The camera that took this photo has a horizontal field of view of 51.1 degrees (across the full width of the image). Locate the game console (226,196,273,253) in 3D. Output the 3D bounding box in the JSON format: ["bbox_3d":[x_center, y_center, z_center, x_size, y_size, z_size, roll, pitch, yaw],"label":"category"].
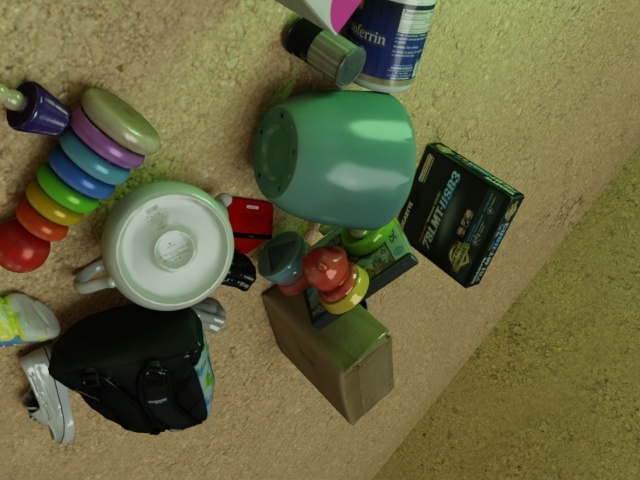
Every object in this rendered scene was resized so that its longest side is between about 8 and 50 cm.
[{"bbox_3d":[-0.183,-0.030,1.486,0.144,0.085,0.124,4,89,-51],"label":"game console"}]

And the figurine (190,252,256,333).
[{"bbox_3d":[-0.280,0.107,1.453,0.210,0.092,0.214,17,115,-46],"label":"figurine"}]

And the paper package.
[{"bbox_3d":[0.027,0.269,1.744,0.168,0.325,0.309,-35,144,-21],"label":"paper package"}]

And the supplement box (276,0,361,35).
[{"bbox_3d":[-0.038,-0.435,1.057,0.111,0.220,0.114,-52,147,5],"label":"supplement box"}]

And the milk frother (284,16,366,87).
[{"bbox_3d":[0.034,-0.381,1.268,0.143,0.135,0.129,-56,160,14],"label":"milk frother"}]

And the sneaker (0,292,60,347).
[{"bbox_3d":[-0.581,0.152,1.167,0.126,0.091,0.240,-36,150,14],"label":"sneaker"}]

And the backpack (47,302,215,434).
[{"bbox_3d":[-0.342,0.269,1.368,0.290,0.273,0.355,-11,132,0],"label":"backpack"}]

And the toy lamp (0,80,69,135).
[{"bbox_3d":[-0.472,-0.213,0.913,0.080,0.080,0.275,-55,145,10],"label":"toy lamp"}]

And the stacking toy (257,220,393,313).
[{"bbox_3d":[0.000,0.000,1.516,0.130,0.309,0.279,44,69,-34],"label":"stacking toy"}]

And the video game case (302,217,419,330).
[{"bbox_3d":[0.072,0.046,1.539,0.275,0.248,0.035,-36,125,13],"label":"video game case"}]

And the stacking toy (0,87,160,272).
[{"bbox_3d":[-0.412,-0.081,1.085,0.330,0.141,0.141,-47,147,11],"label":"stacking toy"}]

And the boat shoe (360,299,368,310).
[{"bbox_3d":[0.102,0.098,1.865,0.116,0.099,0.319,-27,141,-30],"label":"boat shoe"}]

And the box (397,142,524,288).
[{"bbox_3d":[0.363,-0.071,1.820,0.073,0.293,0.295,-14,134,-44],"label":"box"}]

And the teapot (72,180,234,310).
[{"bbox_3d":[-0.297,0.006,1.250,0.256,0.187,0.252,16,91,-27],"label":"teapot"}]

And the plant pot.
[{"bbox_3d":[0.008,-0.166,1.338,0.235,0.293,0.292,1,124,-34],"label":"plant pot"}]

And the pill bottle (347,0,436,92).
[{"bbox_3d":[0.141,-0.440,1.319,0.153,0.153,0.264,-18,134,-38],"label":"pill bottle"}]

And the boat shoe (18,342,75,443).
[{"bbox_3d":[-0.558,0.319,1.349,0.084,0.095,0.258,-18,126,-32],"label":"boat shoe"}]
